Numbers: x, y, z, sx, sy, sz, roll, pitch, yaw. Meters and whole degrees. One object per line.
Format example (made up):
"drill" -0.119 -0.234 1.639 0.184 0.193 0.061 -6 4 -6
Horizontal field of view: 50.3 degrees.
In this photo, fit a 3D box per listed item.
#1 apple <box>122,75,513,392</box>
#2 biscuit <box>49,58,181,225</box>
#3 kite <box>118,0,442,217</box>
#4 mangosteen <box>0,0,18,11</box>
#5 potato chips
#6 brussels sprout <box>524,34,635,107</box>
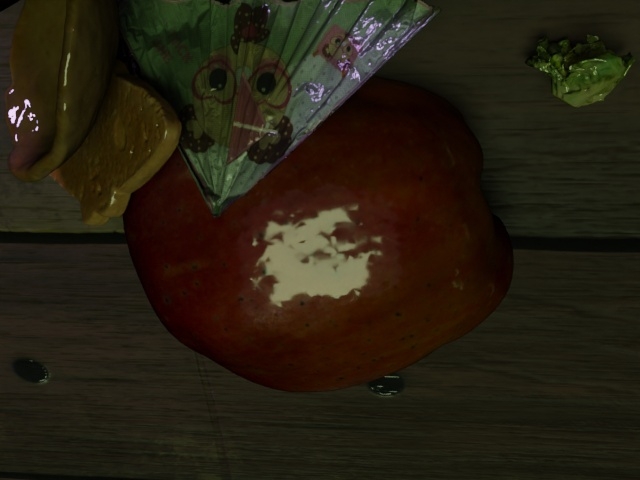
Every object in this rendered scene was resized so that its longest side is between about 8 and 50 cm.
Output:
"apple" 0.000 0.000 0.698 0.364 0.295 0.328 -14 162 18
"biscuit" -0.197 -0.094 0.626 0.250 0.035 0.163 5 99 48
"kite" -0.059 -0.150 0.552 0.322 0.013 0.268 9 90 27
"mangosteen" -0.257 -0.284 0.474 0.261 0.235 0.236 -31 130 -23
"potato chips" -0.217 -0.150 0.582 0.061 0.195 0.208 3 98 -38
"brussels sprout" 0.219 -0.147 0.589 0.085 0.085 0.058 17 121 -7
